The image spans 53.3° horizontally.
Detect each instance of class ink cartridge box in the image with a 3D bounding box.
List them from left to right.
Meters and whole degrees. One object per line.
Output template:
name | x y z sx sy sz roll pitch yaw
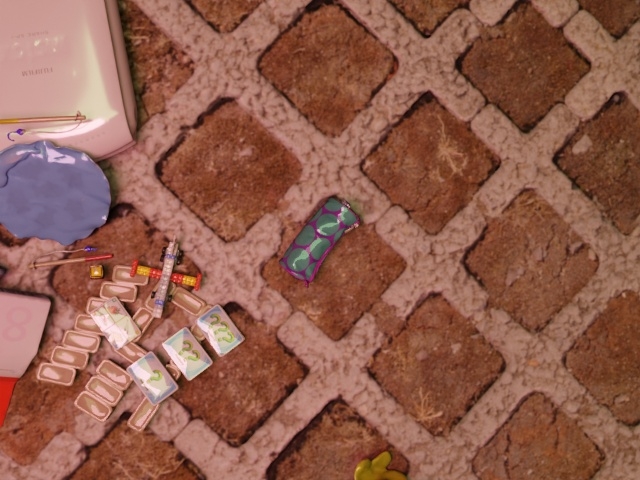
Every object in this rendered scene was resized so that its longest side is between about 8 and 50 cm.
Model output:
ink cartridge box | -0.538 0.180 0.962 0.189 0.066 0.232 15 88 -41

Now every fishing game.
fishing game | -0.421 -0.073 0.986 0.189 0.041 0.264 -9 125 -7

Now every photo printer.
photo printer | -0.431 -0.264 1.000 0.256 0.107 0.307 -10 91 -5

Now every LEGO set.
LEGO set | -0.262 0.114 1.025 0.182 0.060 0.244 -35 89 -16

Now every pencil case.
pencil case | 0.000 0.000 1.062 0.070 0.064 0.151 38 87 21

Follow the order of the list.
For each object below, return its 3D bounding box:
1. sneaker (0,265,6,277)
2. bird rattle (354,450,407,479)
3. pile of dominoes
sneaker | -0.562 0.063 0.989 0.125 0.104 0.261 4 90 -8
bird rattle | 0.065 0.487 1.041 0.254 0.143 0.207 -39 110 -2
pile of dominoes | -0.315 0.172 1.057 0.196 0.040 0.251 34 78 -4
